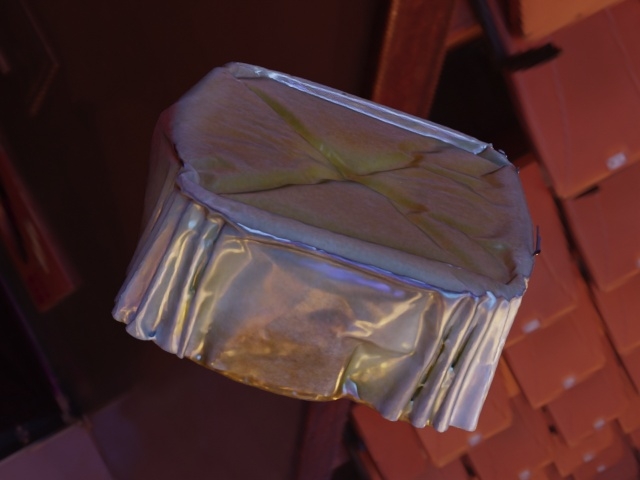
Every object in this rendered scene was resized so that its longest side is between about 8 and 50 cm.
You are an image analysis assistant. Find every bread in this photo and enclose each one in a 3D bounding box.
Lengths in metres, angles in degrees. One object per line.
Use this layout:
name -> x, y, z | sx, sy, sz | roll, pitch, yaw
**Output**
bread -> 0.001, 0.001, 0.614 | 0.192, 0.209, 0.110 | -87, -166, -59
